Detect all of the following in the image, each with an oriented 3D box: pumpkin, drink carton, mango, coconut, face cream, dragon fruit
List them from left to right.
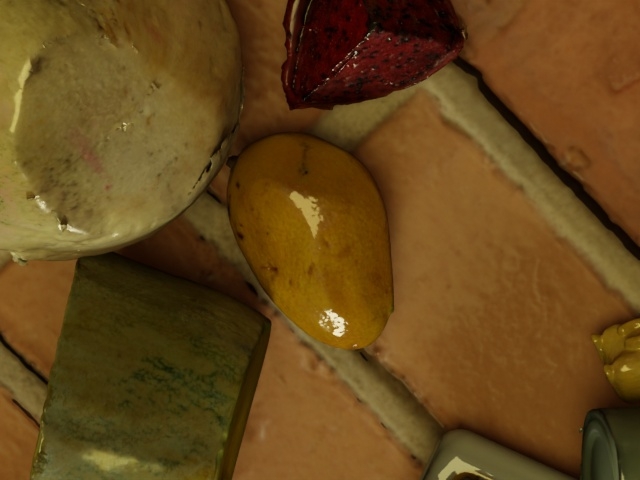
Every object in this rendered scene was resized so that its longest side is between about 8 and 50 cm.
[{"bbox_3d":[-0.238,-0.156,1.760,0.352,0.352,0.353,2,103,7],"label":"coconut"},{"bbox_3d":[-0.158,0.176,1.829,0.199,0.332,0.332,7,104,-1],"label":"pumpkin"},{"bbox_3d":[0.000,0.000,1.862,0.147,0.109,0.227,-28,100,9],"label":"mango"},{"bbox_3d":[0.039,-0.198,1.834,0.127,0.121,0.161,13,140,-36],"label":"dragon fruit"},{"bbox_3d":[0.229,0.299,1.920,0.291,0.071,0.144,25,111,1],"label":"face cream"},{"bbox_3d":[0.352,0.229,1.808,0.189,0.185,0.191,-3,105,-8],"label":"drink carton"}]

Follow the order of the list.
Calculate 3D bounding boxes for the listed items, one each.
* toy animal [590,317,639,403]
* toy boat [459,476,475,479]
[{"bbox_3d":[0.346,0.095,1.862,0.159,0.070,0.083,-30,131,12],"label":"toy animal"},{"bbox_3d":[0.205,0.345,1.863,0.283,0.078,0.127,37,119,-6],"label":"toy boat"}]
